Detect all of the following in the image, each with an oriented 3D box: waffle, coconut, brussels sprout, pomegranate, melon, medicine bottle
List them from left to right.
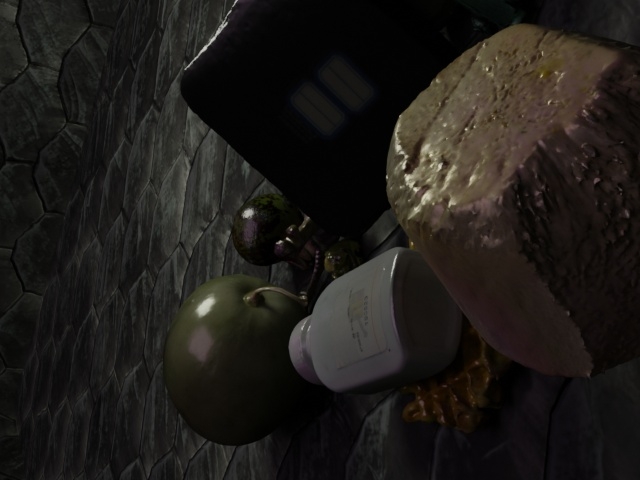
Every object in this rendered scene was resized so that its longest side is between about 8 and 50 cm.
[{"bbox_3d":[-0.137,0.199,1.598,0.272,0.271,0.308,-148,59,-60],"label":"melon"},{"bbox_3d":[-0.080,-0.001,1.693,0.125,0.138,0.163,-42,77,37],"label":"pomegranate"},{"bbox_3d":[0.037,0.038,1.527,0.085,0.058,0.085,6,98,48],"label":"brussels sprout"},{"bbox_3d":[0.066,0.119,1.271,0.296,0.111,0.161,-33,53,56],"label":"medicine bottle"},{"bbox_3d":[0.172,0.103,1.250,0.283,0.065,0.310,-143,62,-61],"label":"waffle"},{"bbox_3d":[0.244,-0.028,0.907,0.297,0.309,0.298,-29,36,24],"label":"coconut"}]

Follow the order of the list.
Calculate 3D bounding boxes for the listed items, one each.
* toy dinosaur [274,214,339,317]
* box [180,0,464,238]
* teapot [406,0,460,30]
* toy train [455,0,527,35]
[{"bbox_3d":[-0.004,-0.003,1.572,0.200,0.072,0.251,-57,-11,-14],"label":"toy dinosaur"},{"bbox_3d":[0.012,-0.206,1.355,0.350,0.359,0.091,-45,6,37],"label":"box"},{"bbox_3d":[0.106,-0.405,1.416,0.251,0.183,0.184,-107,36,-57],"label":"teapot"},{"bbox_3d":[0.194,-0.332,1.245,0.070,0.172,0.099,-59,-6,35],"label":"toy train"}]
